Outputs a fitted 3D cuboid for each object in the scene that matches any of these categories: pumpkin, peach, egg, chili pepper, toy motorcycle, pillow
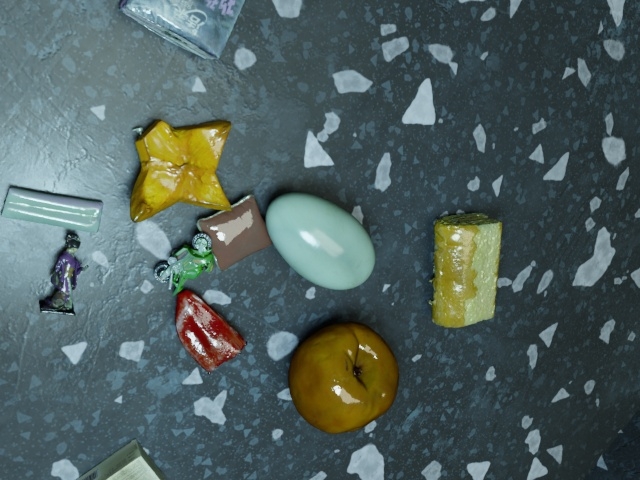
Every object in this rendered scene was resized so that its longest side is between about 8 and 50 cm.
[{"bbox_3d":[-0.358,-0.182,1.484,0.290,0.095,0.258,-6,93,-38],"label":"pumpkin"},{"bbox_3d":[0.062,0.421,1.777,0.343,0.302,0.342,11,65,-26],"label":"peach"},{"bbox_3d":[0.000,0.000,1.672,0.371,0.230,0.230,37,85,-23],"label":"egg"},{"bbox_3d":[-0.337,0.253,1.642,0.144,0.136,0.252,-26,110,30],"label":"chili pepper"},{"bbox_3d":[-0.357,0.064,1.572,0.190,0.074,0.106,-37,107,8],"label":"toy motorcycle"},{"bbox_3d":[-0.238,-0.021,1.627,0.179,0.075,0.171,-30,115,-19],"label":"pillow"}]

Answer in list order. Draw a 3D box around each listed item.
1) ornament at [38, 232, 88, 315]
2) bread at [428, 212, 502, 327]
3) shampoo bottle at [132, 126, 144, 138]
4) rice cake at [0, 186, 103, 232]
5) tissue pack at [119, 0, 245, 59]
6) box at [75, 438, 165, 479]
[{"bbox_3d":[-0.625,0.084,1.446,0.081,0.088,0.203,19,92,-32],"label":"ornament"},{"bbox_3d":[0.489,0.105,1.996,0.237,0.165,0.375,-10,109,-23],"label":"bread"},{"bbox_3d":[-0.443,-0.222,1.490,0.049,0.034,0.141,-22,111,-24],"label":"shampoo bottle"},{"bbox_3d":[-0.649,-0.075,1.415,0.222,0.042,0.080,11,99,-29],"label":"rice cake"},{"bbox_3d":[-0.296,-0.657,1.408,0.259,0.122,0.361,22,94,-29],"label":"tissue pack"},{"bbox_3d":[-0.563,0.699,1.634,0.212,0.095,0.168,-33,115,-16],"label":"box"}]
